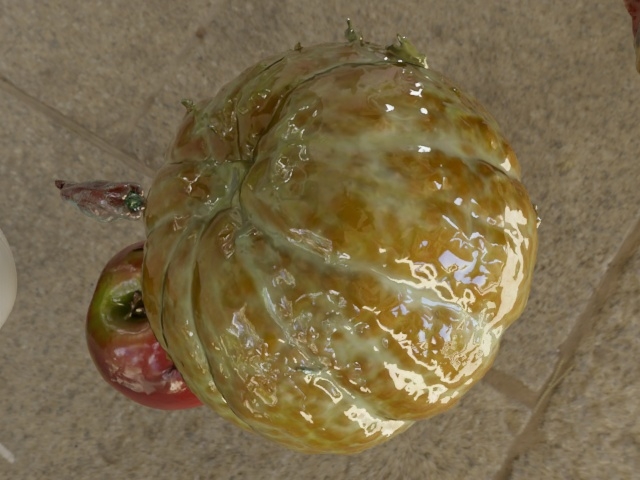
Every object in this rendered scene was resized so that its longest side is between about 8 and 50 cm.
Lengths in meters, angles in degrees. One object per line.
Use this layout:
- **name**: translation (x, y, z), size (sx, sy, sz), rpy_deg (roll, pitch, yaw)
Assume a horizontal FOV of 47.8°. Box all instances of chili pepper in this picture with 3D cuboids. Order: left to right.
- **chili pepper**: translation (-0.214, -0.040, 0.699), size (0.153, 0.050, 0.041), rpy_deg (5, 51, 39)

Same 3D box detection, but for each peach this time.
- **peach**: translation (-0.153, 0.096, 0.795), size (0.198, 0.197, 0.197), rpy_deg (-2, 74, 6)

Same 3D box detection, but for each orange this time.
- **orange**: translation (0.000, 0.000, 0.574), size (0.329, 0.249, 0.329), rpy_deg (-21, 54, 32)

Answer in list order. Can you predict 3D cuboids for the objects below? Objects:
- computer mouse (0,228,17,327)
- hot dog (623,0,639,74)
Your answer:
- **computer mouse**: translation (-0.423, 0.081, 0.719), size (0.121, 0.184, 0.297), rpy_deg (17, 34, 24)
- **hot dog**: translation (0.340, -0.248, 0.404), size (0.196, 0.365, 0.367), rpy_deg (29, 45, -26)
